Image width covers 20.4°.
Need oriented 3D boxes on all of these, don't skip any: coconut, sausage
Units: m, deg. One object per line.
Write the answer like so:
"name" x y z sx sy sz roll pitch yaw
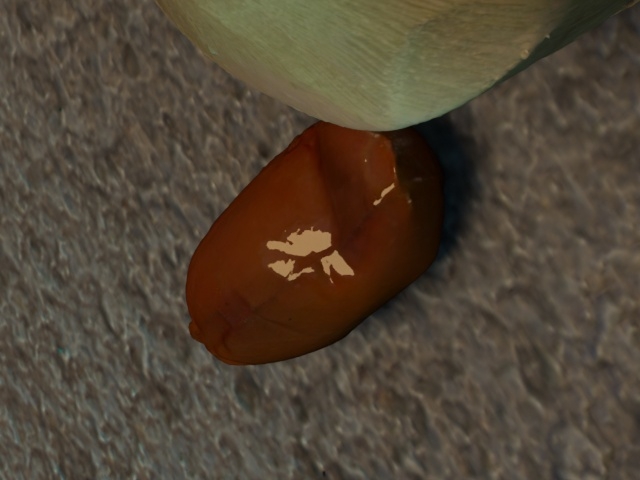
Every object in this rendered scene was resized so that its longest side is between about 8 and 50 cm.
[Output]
"coconut" 0.020 -0.148 0.614 0.224 0.234 0.224 16 113 44
"sausage" 0.000 0.000 0.827 0.179 0.089 0.089 -40 74 46
